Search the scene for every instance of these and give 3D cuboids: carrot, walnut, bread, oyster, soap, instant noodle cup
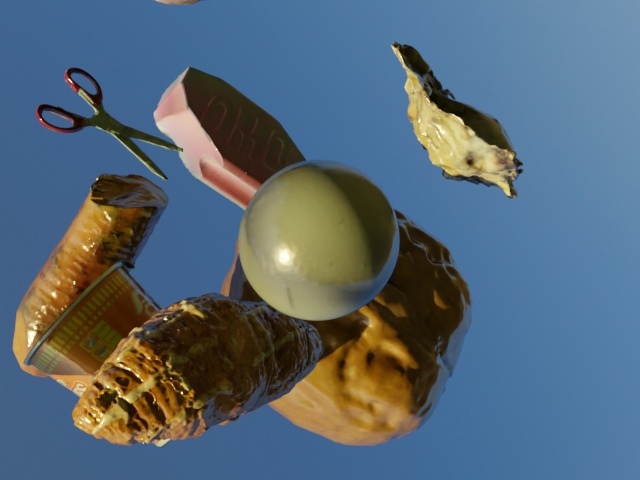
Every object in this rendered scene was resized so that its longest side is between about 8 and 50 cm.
[{"bbox_3d":[-0.325,0.047,0.973,0.114,0.114,0.301,28,-78,-21],"label":"carrot"},{"bbox_3d":[0.037,0.114,1.075,0.398,0.308,0.354,41,-119,-7],"label":"walnut"},{"bbox_3d":[-0.080,0.089,0.559,0.233,0.076,0.105,-10,-124,-44],"label":"bread"},{"bbox_3d":[0.095,-0.066,0.468,0.108,0.053,0.166,42,-169,28],"label":"oyster"},{"bbox_3d":[-0.180,-0.200,1.450,0.324,0.109,0.192,34,-129,-25],"label":"soap"},{"bbox_3d":[-0.223,0.143,0.846,0.185,0.168,0.168,42,-126,-5],"label":"instant noodle cup"}]

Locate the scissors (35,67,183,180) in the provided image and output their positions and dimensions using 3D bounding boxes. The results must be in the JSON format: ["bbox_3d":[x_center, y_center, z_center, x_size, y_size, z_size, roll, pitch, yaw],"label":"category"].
[{"bbox_3d":[-0.368,-0.201,1.267,0.248,0.017,0.144,32,-127,-16],"label":"scissors"}]

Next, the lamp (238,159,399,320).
[{"bbox_3d":[0.000,0.000,0.452,0.105,0.105,0.105,13,-116,-28],"label":"lamp"}]

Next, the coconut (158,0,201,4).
[{"bbox_3d":[-0.121,-0.328,0.628,0.197,0.237,0.236,-19,-98,-50],"label":"coconut"}]
